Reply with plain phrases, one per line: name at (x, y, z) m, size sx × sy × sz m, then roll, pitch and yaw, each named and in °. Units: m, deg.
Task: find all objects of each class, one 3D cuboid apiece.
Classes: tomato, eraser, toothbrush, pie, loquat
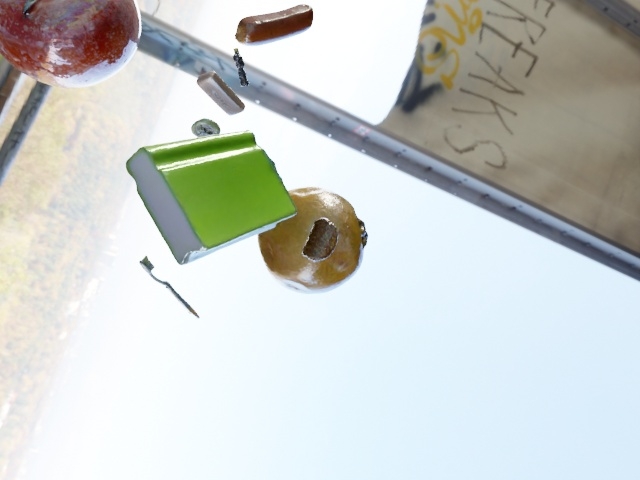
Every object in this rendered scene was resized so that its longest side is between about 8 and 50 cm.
tomato at (-0.472, -0.409, 0.974) m, size 0.227 × 0.270 × 0.270 m, roll 130°, pitch -24°, yaw -67°
eraser at (-0.189, -0.092, 0.977) m, size 0.092 × 0.210 × 0.274 m, roll -29°, pitch -179°, yaw 37°
toothbrush at (-0.491, 0.169, 1.752) m, size 0.028 × 0.375 × 0.037 m, roll 18°, pitch -119°, yaw 32°
pie at (-0.324, -0.312, 1.494) m, size 0.084 × 0.084 × 0.021 m, roll -48°, pitch -139°, yaw 46°
loquat at (-0.026, -0.001, 1.530) m, size 0.328 × 0.329 × 0.328 m, roll -54°, pitch -157°, yaw 37°

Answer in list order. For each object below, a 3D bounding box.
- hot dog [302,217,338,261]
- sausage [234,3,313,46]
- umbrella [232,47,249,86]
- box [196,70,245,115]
hot dog at (0.000, 0.000, 0.992) m, size 0.083 × 0.058 × 0.035 m, roll -65°, pitch 155°, yaw -3°
sausage at (-0.133, -0.669, 1.652) m, size 0.083 × 0.300 × 0.089 m, roll 38°, pitch -37°, yaw 35°
umbrella at (-0.303, -0.656, 2.005) m, size 0.040 × 0.037 × 0.143 m, roll 28°, pitch -43°, yaw 55°
box at (-0.210, -0.309, 1.123) m, size 0.048 × 0.115 × 0.025 m, roll -6°, pitch -120°, yaw 30°
